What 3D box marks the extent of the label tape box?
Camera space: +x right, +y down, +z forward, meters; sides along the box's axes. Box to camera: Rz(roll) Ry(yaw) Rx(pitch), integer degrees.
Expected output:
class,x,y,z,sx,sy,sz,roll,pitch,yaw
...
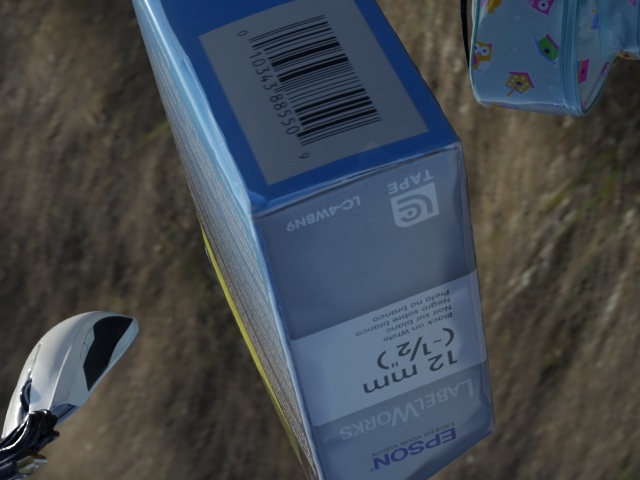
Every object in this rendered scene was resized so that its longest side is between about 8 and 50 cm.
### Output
class,x,y,z,sx,sy,sz,roll,pitch,yaw
label tape box,0.000,0.000,0.958,0.348,0.115,0.249,75,171,-49

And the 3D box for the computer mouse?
class,x,y,z,sx,sy,sz,roll,pitch,yaw
computer mouse,-0.178,0.096,1.080,0.106,0.193,0.042,-35,103,31

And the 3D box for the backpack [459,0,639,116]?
class,x,y,z,sx,sy,sz,roll,pitch,yaw
backpack,0.164,-0.175,1.125,0.144,0.166,0.188,14,109,13
